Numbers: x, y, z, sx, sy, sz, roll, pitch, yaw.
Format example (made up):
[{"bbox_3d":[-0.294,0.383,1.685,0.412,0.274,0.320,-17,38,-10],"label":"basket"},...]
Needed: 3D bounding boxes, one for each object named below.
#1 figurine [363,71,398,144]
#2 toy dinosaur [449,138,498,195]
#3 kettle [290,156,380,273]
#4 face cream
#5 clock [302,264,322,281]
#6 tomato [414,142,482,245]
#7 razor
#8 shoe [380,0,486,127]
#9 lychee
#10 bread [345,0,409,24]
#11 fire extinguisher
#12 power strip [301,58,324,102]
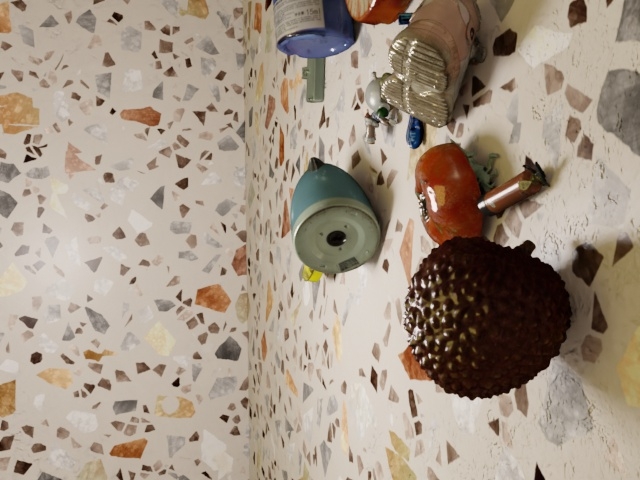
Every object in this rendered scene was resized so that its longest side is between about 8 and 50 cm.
[{"bbox_3d":[0.163,-0.354,1.855,0.147,0.094,0.197,-78,-9,-57],"label":"figurine"},{"bbox_3d":[0.323,-0.137,1.447,0.187,0.044,0.106,36,141,52],"label":"toy dinosaur"},{"bbox_3d":[0.034,-0.071,2.084,0.342,0.247,0.319,-103,-6,-53],"label":"kettle"},{"bbox_3d":[-0.023,-0.700,2.143,0.249,0.249,0.225,166,103,-71],"label":"face cream"},{"bbox_3d":[0.004,0.002,2.379,0.277,0.071,0.293,-139,61,-77],"label":"clock"},{"bbox_3d":[0.261,-0.086,1.486,0.237,0.095,0.236,166,90,-83],"label":"tomato"},{"bbox_3d":[0.237,-0.386,1.695,0.056,0.093,0.324,-29,-59,-64],"label":"razor"},{"bbox_3d":[0.254,-0.385,1.488,0.198,0.172,0.351,-58,-8,-11],"label":"shoe"},{"bbox_3d":[0.284,0.125,1.194,0.304,0.276,0.276,-55,12,-14],"label":"lychee"},{"bbox_3d":[0.151,-0.732,1.824,0.295,0.114,0.327,144,122,-67],"label":"bread"},{"bbox_3d":[0.362,-0.096,1.297,0.050,0.062,0.177,-54,8,-28],"label":"fire extinguisher"},{"bbox_3d":[-0.033,-0.600,2.480,0.145,0.061,0.215,-157,68,-69],"label":"power strip"}]
